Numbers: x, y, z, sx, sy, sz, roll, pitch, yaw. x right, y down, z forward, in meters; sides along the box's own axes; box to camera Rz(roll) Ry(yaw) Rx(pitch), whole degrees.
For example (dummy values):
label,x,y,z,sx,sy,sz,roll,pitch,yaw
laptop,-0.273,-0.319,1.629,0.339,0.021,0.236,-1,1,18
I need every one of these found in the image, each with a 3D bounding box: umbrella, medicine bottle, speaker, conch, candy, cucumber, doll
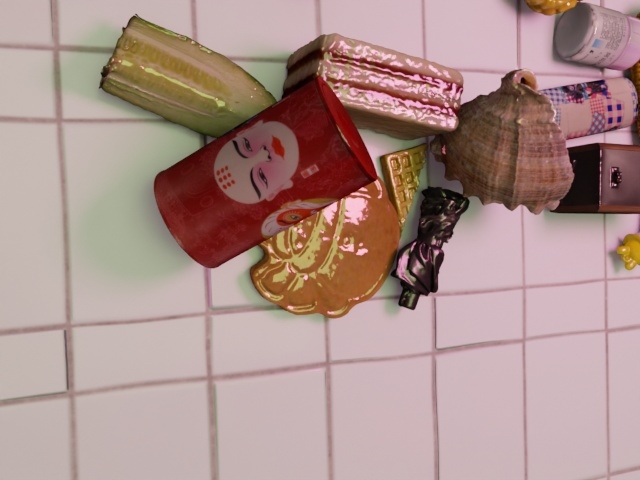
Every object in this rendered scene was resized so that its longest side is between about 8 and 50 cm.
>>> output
label,x,y,z,sx,sy,sz,roll,pitch,yaw
umbrella,0.224,0.016,1.388,0.110,0.122,0.272,22,90,18
medicine bottle,0.653,-0.472,1.518,0.169,0.135,0.135,5,90,-21
speaker,0.671,-0.138,1.504,0.231,0.192,0.153,0,91,-22
conch,0.356,-0.175,1.310,0.210,0.352,0.297,-38,69,0
candy,0.102,-0.296,1.288,0.321,0.179,0.135,8,89,-21
cucumber,-0.231,-0.278,1.207,0.326,0.105,0.145,20,58,-20
doll,0.838,-0.007,1.624,0.241,0.099,0.135,-28,124,-17

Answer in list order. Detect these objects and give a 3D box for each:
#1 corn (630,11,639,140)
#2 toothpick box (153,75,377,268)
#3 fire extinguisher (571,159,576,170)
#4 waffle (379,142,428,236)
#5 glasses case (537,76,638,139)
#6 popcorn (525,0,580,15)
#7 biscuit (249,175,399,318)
label,x,y,z,sx,sy,sz,roll,pitch,yaw
corn,0.832,-0.387,1.590,0.144,0.144,0.386,-10,100,-20
toothpick box,-0.094,-0.113,1.133,0.333,0.204,0.204,-29,103,14
fire extinguisher,0.500,-0.148,1.445,0.050,0.177,0.062,11,89,-20
waffle,0.201,-0.105,1.415,0.125,0.032,0.190,-18,100,-22
glasses case,0.618,-0.308,1.539,0.328,0.076,0.125,-13,94,-20
popcorn,0.520,-0.615,1.456,0.200,0.226,0.203,-52,154,22
biscuit,0.000,0.000,1.326,0.352,0.057,0.311,7,88,-21
